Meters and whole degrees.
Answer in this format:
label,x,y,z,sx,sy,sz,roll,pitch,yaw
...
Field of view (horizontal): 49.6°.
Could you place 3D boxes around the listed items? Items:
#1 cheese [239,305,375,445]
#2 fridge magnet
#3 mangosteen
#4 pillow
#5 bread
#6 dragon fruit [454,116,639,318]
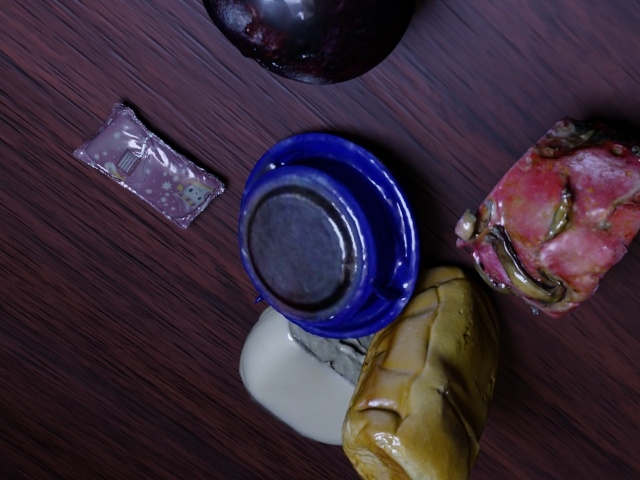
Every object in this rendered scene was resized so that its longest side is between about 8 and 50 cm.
label,x,y,z,sx,sy,sz,roll,pitch,yaw
cheese,0.016,0.189,1.025,0.266,0.127,0.233,40,127,-17
fridge magnet,0.000,0.000,0.855,0.265,0.112,0.266,11,110,32
mangosteen,0.008,-0.266,0.617,0.211,0.211,0.250,34,111,-9
pillow,-0.227,-0.098,0.932,0.185,0.043,0.118,37,124,-16
bread,0.132,0.169,0.855,0.132,0.294,0.167,-10,124,32
dragon fruit,0.235,-0.024,0.724,0.147,0.211,0.282,35,150,7
